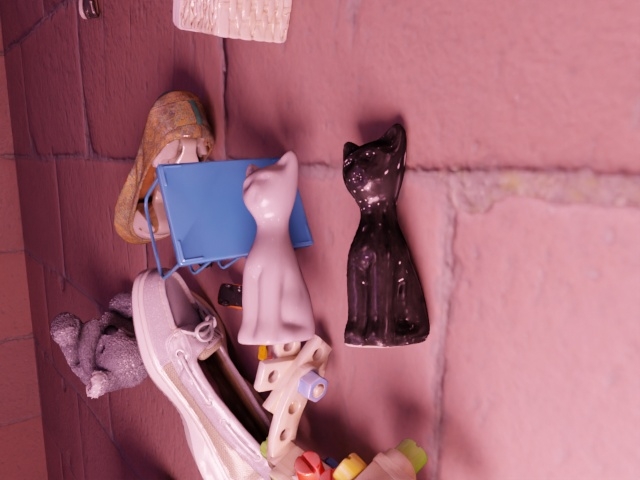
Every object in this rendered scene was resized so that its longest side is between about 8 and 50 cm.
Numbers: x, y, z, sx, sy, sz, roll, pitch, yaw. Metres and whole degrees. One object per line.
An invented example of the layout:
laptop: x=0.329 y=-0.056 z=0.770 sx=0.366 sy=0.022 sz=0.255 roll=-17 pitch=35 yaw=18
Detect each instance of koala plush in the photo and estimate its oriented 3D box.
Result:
koala plush: x=-0.408 y=0.235 z=1.169 sx=0.221 sy=0.196 sz=0.203 roll=9 pitch=115 yaw=53

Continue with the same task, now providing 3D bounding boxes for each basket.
basket: x=-0.096 y=-0.322 z=0.673 sx=0.103 sy=0.113 sz=0.167 roll=36 pitch=124 yaw=43

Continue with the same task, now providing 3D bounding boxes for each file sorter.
file sorter: x=-0.119 y=-0.025 z=0.714 sx=0.104 sy=0.171 sz=0.118 roll=-32 pitch=70 yaw=55

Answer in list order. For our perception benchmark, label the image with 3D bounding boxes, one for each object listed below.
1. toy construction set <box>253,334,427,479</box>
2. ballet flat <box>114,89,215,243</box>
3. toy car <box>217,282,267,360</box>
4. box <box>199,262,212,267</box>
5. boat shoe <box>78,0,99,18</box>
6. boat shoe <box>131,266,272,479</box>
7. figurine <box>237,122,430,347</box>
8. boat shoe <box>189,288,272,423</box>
toy construction set: x=0.015 y=0.241 z=0.594 sx=0.328 sy=0.151 sz=0.214 roll=41 pitch=153 yaw=53
ballet flat: x=-0.258 y=-0.081 z=0.947 sx=0.123 sy=0.123 sz=0.348 roll=59 pitch=136 yaw=29
toy car: x=-0.113 y=0.120 z=0.834 sx=0.040 sy=0.060 sz=0.121 roll=90 pitch=169 yaw=-74
box: x=-0.200 y=-0.004 z=0.959 sx=0.067 sy=0.018 sz=0.083 roll=34 pitch=123 yaw=47
boat shoe: x=-0.509 y=-0.553 z=1.267 sx=0.046 sy=0.038 sz=0.125 roll=-21 pitch=-69 yaw=-84
boat shoe: x=-0.138 y=0.174 z=0.735 sx=0.103 sy=0.118 sz=0.320 roll=-24 pitch=88 yaw=11
figurine: x=0.000 y=0.000 z=0.593 sx=0.215 sy=0.092 sz=0.209 roll=-6 pitch=83 yaw=33
boat shoe: x=-0.190 y=0.208 z=0.908 sx=0.324 sy=0.117 sz=0.096 roll=50 pitch=131 yaw=29
